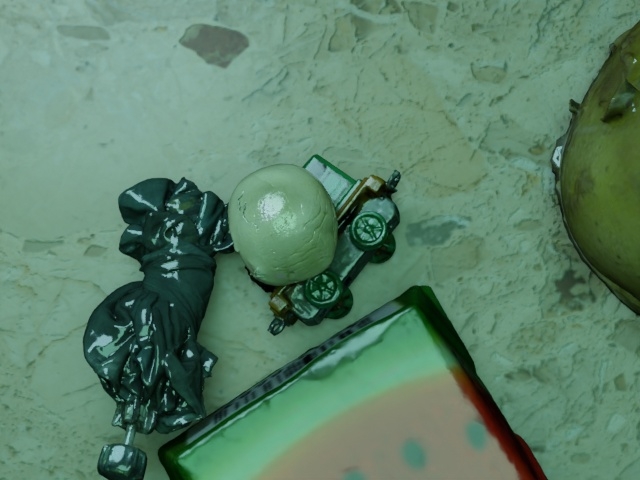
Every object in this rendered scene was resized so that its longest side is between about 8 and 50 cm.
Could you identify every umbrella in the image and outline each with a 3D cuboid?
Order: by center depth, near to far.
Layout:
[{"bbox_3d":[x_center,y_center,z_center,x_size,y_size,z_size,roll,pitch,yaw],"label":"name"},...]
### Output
[{"bbox_3d":[-0.173,0.089,1.751,0.143,0.094,0.349,6,62,14],"label":"umbrella"}]

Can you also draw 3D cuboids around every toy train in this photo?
[{"bbox_3d":[0.000,0.000,1.813,0.136,0.091,0.228,39,87,15],"label":"toy train"}]

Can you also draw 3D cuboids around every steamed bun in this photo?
[{"bbox_3d":[-0.041,-0.023,1.735,0.112,0.091,0.130,-18,67,10],"label":"steamed bun"}]

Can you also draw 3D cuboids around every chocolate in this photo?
[{"bbox_3d":[0.055,0.272,1.744,0.360,0.161,0.341,-33,83,-3],"label":"chocolate"}]

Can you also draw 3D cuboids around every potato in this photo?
[{"bbox_3d":[0.477,-0.109,1.710,0.442,0.319,0.385,-44,87,-6],"label":"potato"}]
